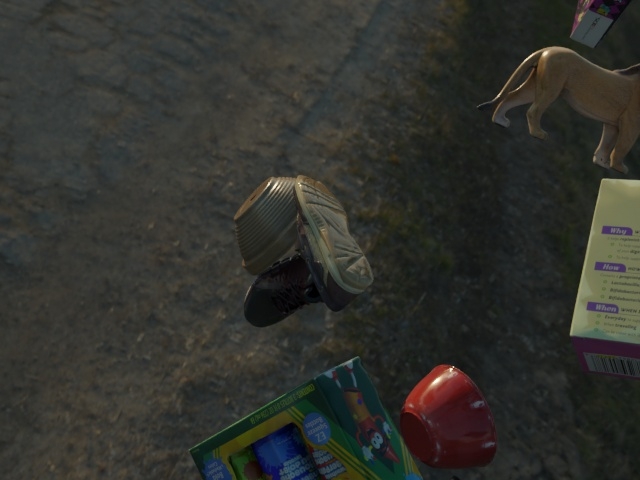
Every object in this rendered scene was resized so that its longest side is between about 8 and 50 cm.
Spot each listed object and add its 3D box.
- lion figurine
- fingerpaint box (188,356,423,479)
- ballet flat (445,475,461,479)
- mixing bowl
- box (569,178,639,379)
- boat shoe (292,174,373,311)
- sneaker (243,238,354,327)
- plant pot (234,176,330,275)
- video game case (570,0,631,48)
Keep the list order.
[{"bbox_3d":[0.517,-0.279,1.620,0.392,0.240,0.142,21,8,-6],"label":"lion figurine"},{"bbox_3d":[-0.026,0.508,1.771,0.163,0.445,0.371,-15,74,-51],"label":"fingerpaint box"},{"bbox_3d":[0.216,0.438,1.225,0.096,0.095,0.280,-5,18,16],"label":"ballet flat"},{"bbox_3d":[0.197,0.308,1.420,0.098,0.181,0.181,-17,52,-28],"label":"mixing bowl"},{"bbox_3d":[0.456,0.054,1.094,0.213,0.117,0.243,5,61,29],"label":"box"},{"bbox_3d":[0.000,0.000,1.428,0.103,0.092,0.285,19,31,-37],"label":"boat shoe"},{"bbox_3d":[-0.049,0.097,1.655,0.106,0.281,0.162,44,18,-16],"label":"sneaker"},{"bbox_3d":[-0.099,-0.050,1.738,0.110,0.237,0.237,41,32,-12],"label":"plant pot"},{"bbox_3d":[0.381,-0.382,1.027,0.042,0.210,0.232,22,57,-1],"label":"video game case"}]
